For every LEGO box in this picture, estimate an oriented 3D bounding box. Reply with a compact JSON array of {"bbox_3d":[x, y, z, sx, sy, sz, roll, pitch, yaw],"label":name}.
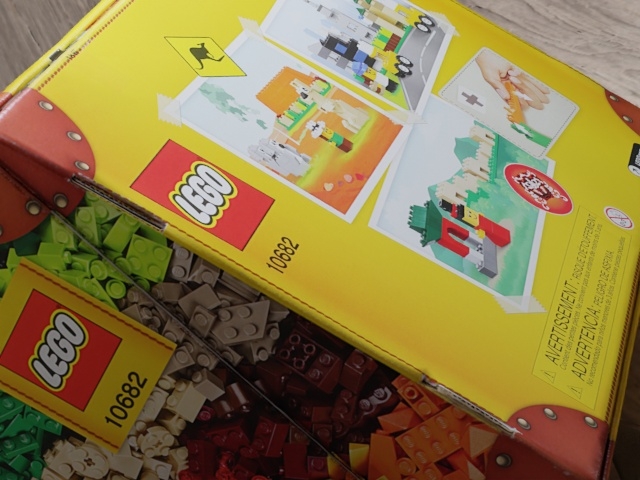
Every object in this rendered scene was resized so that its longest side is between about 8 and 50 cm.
[{"bbox_3d":[0.000,0.000,1.162,0.193,0.372,0.500,-60,0,29],"label":"LEGO box"}]

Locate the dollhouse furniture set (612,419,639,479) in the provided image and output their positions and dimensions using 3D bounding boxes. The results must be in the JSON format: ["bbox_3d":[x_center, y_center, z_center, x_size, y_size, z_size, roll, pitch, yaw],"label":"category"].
[{"bbox_3d":[0.317,0.067,1.016,0.262,0.135,0.259,-33,21,-23],"label":"dollhouse furniture set"}]
